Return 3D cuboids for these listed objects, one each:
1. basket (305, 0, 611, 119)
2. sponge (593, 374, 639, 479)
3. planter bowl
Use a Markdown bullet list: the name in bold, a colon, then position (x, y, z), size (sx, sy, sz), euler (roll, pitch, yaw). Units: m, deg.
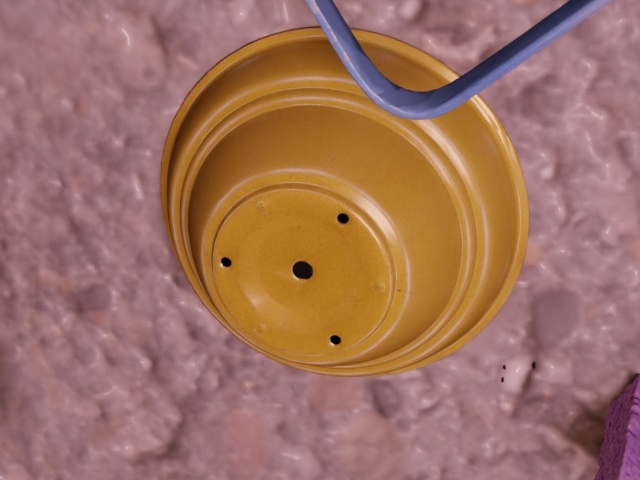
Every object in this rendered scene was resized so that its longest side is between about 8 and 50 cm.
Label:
- **basket**: position (0.083, -0.208, 0.599), size (0.289, 0.201, 0.255), euler (-28, 114, 20)
- **sponge**: position (0.245, 0.166, 0.776), size (0.210, 0.117, 0.031), euler (33, 121, -1)
- **planter bowl**: position (0.000, 0.000, 0.784), size (0.217, 0.090, 0.217), euler (6, 115, 13)
